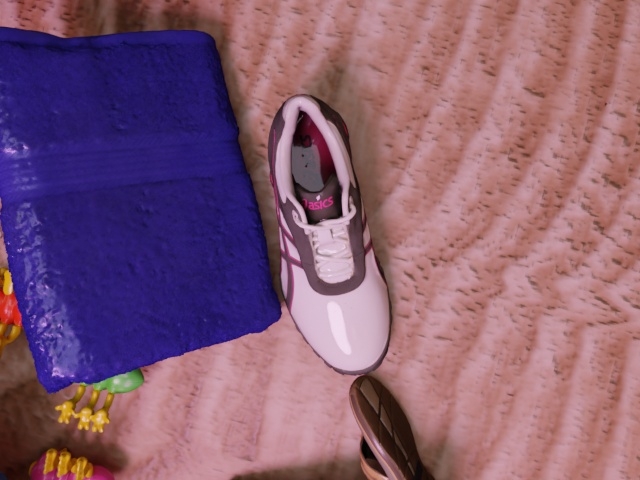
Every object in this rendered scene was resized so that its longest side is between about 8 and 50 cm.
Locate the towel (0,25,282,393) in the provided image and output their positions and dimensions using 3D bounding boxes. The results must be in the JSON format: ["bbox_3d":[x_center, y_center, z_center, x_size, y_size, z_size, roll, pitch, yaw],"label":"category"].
[{"bbox_3d":[-0.172,-0.041,0.521,0.228,0.076,0.308,-12,84,-32],"label":"towel"}]

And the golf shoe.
[{"bbox_3d":[0.000,0.000,0.525,0.105,0.120,0.272,-14,89,2],"label":"golf shoe"}]

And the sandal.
[{"bbox_3d":[0.069,0.219,0.546,0.049,0.072,0.180,-28,91,25],"label":"sandal"}]

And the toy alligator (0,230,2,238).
[{"bbox_3d":[-0.412,0.024,0.590,0.190,0.056,0.051,-31,46,3],"label":"toy alligator"}]

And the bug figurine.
[{"bbox_3d":[-0.291,0.169,0.564,0.216,0.072,0.279,15,94,9],"label":"bug figurine"}]
